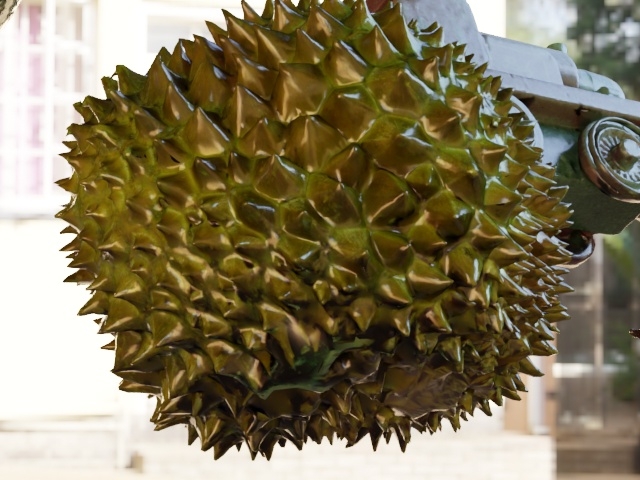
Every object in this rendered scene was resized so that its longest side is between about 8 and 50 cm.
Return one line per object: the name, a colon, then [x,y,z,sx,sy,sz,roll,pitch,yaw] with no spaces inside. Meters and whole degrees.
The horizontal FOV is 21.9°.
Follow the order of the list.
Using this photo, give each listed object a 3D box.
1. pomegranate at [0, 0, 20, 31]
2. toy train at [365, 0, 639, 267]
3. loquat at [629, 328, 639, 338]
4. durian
pomegranate: [-0.337,-0.263,1.432,0.214,0.214,0.248,0,16,16]
toy train: [0.165,-0.103,1.450,0.304,0.221,0.150,11,-40,-29]
loquat: [0.380,0.078,1.360,0.244,0.244,0.244,0,-3,0]
durian: [0.000,0.001,0.857,0.291,0.291,0.224,0,33,4]
